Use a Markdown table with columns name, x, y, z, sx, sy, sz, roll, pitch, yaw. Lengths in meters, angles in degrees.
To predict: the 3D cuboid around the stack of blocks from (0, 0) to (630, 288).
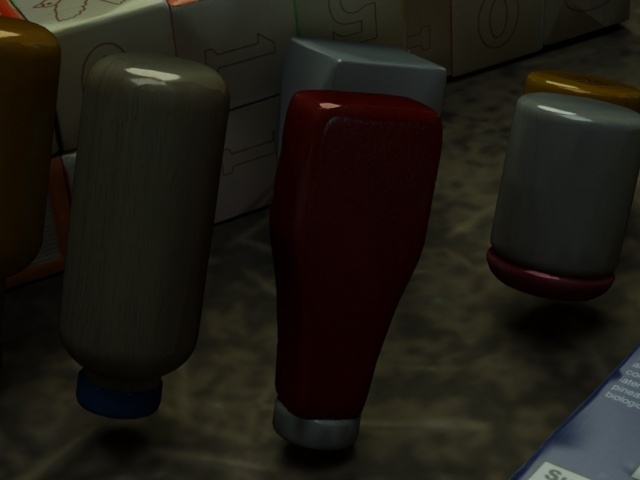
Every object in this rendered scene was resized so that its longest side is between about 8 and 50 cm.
| name | x | y | z | sx | sy | sz | roll | pitch | yaw |
| --- | --- | --- | --- | --- | --- | --- | --- | --- | --- |
| stack of blocks | -0.027 | -0.098 | 0.589 | 0.297 | 0.087 | 0.171 | -19 | 37 | -20 |

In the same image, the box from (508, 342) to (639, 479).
| name | x | y | z | sx | sy | sz | roll | pitch | yaw |
| --- | --- | --- | --- | --- | --- | --- | --- | --- | --- |
| box | 0.109 | 0.080 | 0.357 | 0.136 | 0.037 | 0.225 | 22 | 43 | 33 |

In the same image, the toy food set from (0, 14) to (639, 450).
| name | x | y | z | sx | sy | sz | roll | pitch | yaw |
| --- | --- | --- | --- | --- | --- | --- | --- | --- | --- |
| toy food set | 0.000 | 0.000 | 0.464 | 0.232 | 0.105 | 0.111 | 2 | 16 | -26 |
